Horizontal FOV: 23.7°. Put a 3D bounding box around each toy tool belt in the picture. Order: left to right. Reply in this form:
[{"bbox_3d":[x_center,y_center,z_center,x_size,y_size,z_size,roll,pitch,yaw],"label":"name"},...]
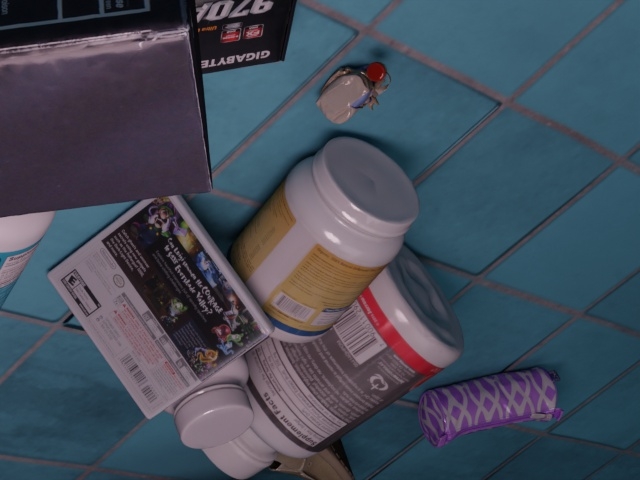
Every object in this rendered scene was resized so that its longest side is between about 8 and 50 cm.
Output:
[{"bbox_3d":[0.038,-0.153,1.534,0.083,0.052,0.051,-36,177,23],"label":"toy tool belt"}]

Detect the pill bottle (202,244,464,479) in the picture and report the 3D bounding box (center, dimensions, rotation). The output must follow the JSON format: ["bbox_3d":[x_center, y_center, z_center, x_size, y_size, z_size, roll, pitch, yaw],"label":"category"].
[{"bbox_3d":[-0.003,0.148,1.810,0.318,0.176,0.176,-36,146,18],"label":"pill bottle"}]

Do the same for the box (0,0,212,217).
[{"bbox_3d":[-0.234,-0.175,1.036,0.294,0.296,0.183,-7,146,-1],"label":"box"}]

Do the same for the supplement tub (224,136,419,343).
[{"bbox_3d":[0.000,0.000,1.629,0.144,0.144,0.200,7,136,-39],"label":"supplement tub"}]

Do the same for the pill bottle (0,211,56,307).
[{"bbox_3d":[-0.333,-0.014,1.396,0.146,0.146,0.264,4,138,-36],"label":"pill bottle"}]

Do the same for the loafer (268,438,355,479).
[{"bbox_3d":[-0.033,0.271,2.049,0.092,0.102,0.268,-27,138,7],"label":"loafer"}]

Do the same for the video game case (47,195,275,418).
[{"bbox_3d":[-0.168,0.064,1.592,0.173,0.190,0.022,-36,178,18],"label":"video game case"}]

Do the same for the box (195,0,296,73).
[{"bbox_3d":[-0.128,-0.216,1.325,0.220,0.051,0.175,-11,145,-20],"label":"box"}]

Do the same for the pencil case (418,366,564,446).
[{"bbox_3d":[0.242,0.240,2.183,0.206,0.088,0.086,-10,143,-20],"label":"pencil case"}]

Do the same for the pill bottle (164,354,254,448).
[{"bbox_3d":[-0.141,0.130,1.685,0.112,0.187,0.112,-17,147,-11],"label":"pill bottle"}]
